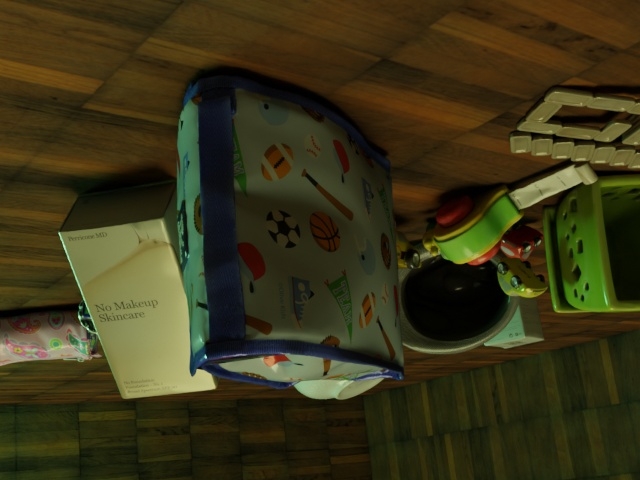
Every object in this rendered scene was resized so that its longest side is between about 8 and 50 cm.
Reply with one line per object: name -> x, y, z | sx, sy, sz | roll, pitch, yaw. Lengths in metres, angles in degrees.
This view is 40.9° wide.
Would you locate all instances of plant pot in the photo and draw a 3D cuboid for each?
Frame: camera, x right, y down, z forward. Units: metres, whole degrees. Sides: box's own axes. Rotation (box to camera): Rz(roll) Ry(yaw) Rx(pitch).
plant pot -> 0.523, 0.018, 1.508 | 0.228, 0.227, 0.207 | -1, 170, -18

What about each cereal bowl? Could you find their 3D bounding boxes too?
cereal bowl -> 0.081, 0.330, 2.319 | 0.339, 0.141, 0.339 | -23, 156, -11

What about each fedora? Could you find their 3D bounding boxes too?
fedora -> 0.263, 0.099, 1.753 | 0.275, 0.244, 0.124 | -18, -169, 9

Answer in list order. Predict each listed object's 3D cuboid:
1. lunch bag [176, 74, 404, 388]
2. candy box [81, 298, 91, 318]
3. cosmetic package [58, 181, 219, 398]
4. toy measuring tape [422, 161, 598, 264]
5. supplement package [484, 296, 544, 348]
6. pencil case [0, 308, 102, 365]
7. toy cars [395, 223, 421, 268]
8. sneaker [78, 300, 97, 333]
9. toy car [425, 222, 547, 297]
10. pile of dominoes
lunch bag -> -0.053, 0.009, 1.068 | 0.239, 0.328, 0.385 | -10, 165, 18
candy box -> -0.216, 0.103, 1.538 | 0.317, 0.122, 0.268 | 2, 172, 13
cosmetic package -> -0.257, 0.080, 1.288 | 0.160, 0.113, 0.309 | -8, 121, 8
toy measuring tape -> 0.290, -0.035, 1.400 | 0.121, 0.121, 0.330 | 9, 157, -42
supplement package -> 0.425, 0.146, 1.954 | 0.105, 0.179, 0.105 | -19, 160, 35
pencil case -> -0.632, 0.218, 1.911 | 0.284, 0.124, 0.124 | -4, 163, -4
toy cars -> 0.000, 0.000, 1.481 | 0.393, 0.087, 0.176 | 3, 173, -14
sneaker -> -0.386, 0.163, 1.861 | 0.275, 0.107, 0.110 | 1, 171, -25
toy car -> 0.297, 0.022, 1.573 | 0.225, 0.239, 0.053 | 16, 120, 3
pile of dominoes -> 0.393, -0.164, 1.194 | 0.251, 0.040, 0.196 | 6, 162, -11
